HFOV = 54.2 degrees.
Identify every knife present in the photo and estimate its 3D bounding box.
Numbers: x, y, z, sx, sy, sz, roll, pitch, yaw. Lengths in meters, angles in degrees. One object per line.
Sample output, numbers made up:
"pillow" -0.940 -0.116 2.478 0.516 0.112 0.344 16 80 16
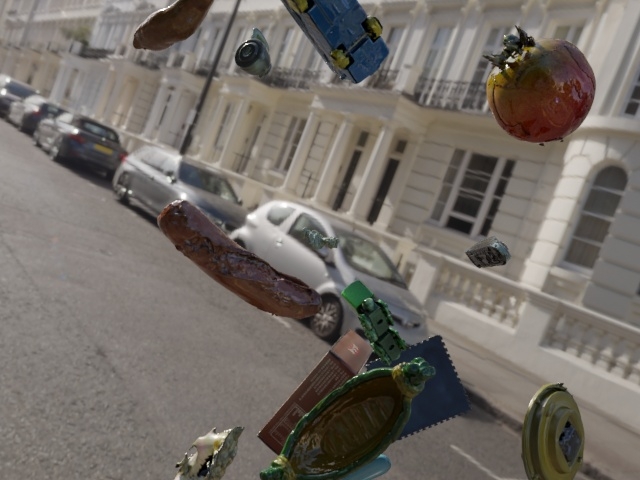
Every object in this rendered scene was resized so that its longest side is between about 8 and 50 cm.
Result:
"knife" 0.067 0.547 1.417 0.064 0.222 0.031 50 17 -10

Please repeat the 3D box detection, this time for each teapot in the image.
"teapot" -0.216 -0.602 2.054 0.108 0.111 0.149 40 26 -56

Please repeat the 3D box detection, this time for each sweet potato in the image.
"sweet potato" -0.195 -0.312 0.876 0.195 0.056 0.056 -20 -21 31

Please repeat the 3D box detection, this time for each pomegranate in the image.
"pomegranate" 0.423 -0.302 1.228 0.235 0.210 0.210 48 -4 -14

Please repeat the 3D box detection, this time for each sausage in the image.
"sausage" -0.133 0.048 1.061 0.327 0.087 0.079 37 -27 -19

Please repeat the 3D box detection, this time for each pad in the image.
"pad" 0.309 0.464 1.973 0.269 0.269 0.012 -22 -1 3

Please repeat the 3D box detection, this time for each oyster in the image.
"oyster" -0.221 0.435 1.139 0.072 0.133 0.209 48 34 -18

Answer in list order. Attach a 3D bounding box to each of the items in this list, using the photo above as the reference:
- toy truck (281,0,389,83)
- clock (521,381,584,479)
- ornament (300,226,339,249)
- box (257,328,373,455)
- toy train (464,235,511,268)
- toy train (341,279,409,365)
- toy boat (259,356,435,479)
"toy truck" 0.018 -0.585 1.593 0.385 0.161 0.162 46 -2 -34
"clock" 0.507 0.423 1.322 0.237 0.236 0.057 19 -17 -39
"ornament" -0.003 -0.001 1.540 0.092 0.041 0.068 7 26 -8
"box" -0.007 0.509 2.125 0.122 0.385 0.344 41 11 8
"toy train" 0.349 0.022 1.261 0.052 0.051 0.234 50 -3 4
"toy train" 0.131 0.205 1.510 0.119 0.085 0.251 42 -15 42
"toy boat" 0.034 0.202 0.687 0.089 0.229 0.088 56 11 26
